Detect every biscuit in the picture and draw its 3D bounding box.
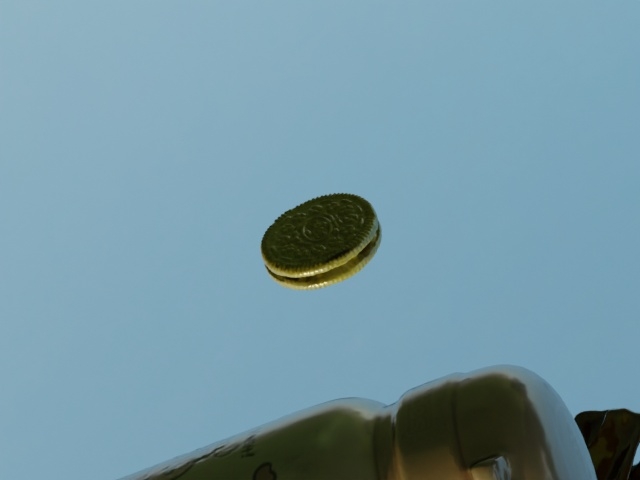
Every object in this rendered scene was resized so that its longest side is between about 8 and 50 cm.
[{"bbox_3d":[0.000,0.000,1.050,0.084,0.023,0.084,-15,-145,11],"label":"biscuit"}]

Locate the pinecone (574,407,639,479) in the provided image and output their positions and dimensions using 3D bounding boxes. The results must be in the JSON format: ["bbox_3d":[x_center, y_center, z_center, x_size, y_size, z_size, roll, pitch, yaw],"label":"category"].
[{"bbox_3d":[0.144,0.204,0.896,0.202,0.201,0.229,-28,-120,-6],"label":"pinecone"}]

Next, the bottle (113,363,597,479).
[{"bbox_3d":[0.000,0.111,0.584,0.209,0.097,0.110,-22,180,17],"label":"bottle"}]
